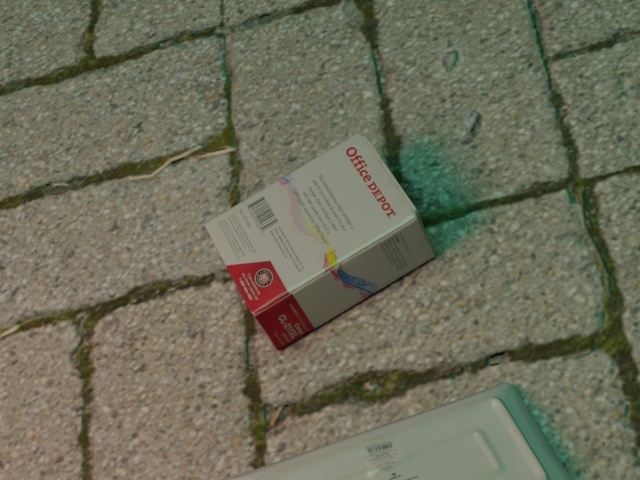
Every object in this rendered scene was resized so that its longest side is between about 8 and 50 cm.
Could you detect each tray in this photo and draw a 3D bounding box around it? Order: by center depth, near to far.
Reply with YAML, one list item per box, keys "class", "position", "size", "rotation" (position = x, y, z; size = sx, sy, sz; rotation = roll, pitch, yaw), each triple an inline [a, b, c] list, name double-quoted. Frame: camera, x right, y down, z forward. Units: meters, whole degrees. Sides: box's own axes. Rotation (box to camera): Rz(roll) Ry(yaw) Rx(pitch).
- class: "tray"
  position: [0.064, 0.200, 1.164]
  size: [0.270, 0.030, 0.145]
  rotation: [-18, 48, -14]

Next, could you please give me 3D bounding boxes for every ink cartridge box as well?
- class: "ink cartridge box"
  position: [0.000, 0.000, 1.355]
  size: [0.175, 0.072, 0.127]
  rotation: [-30, 50, -1]
